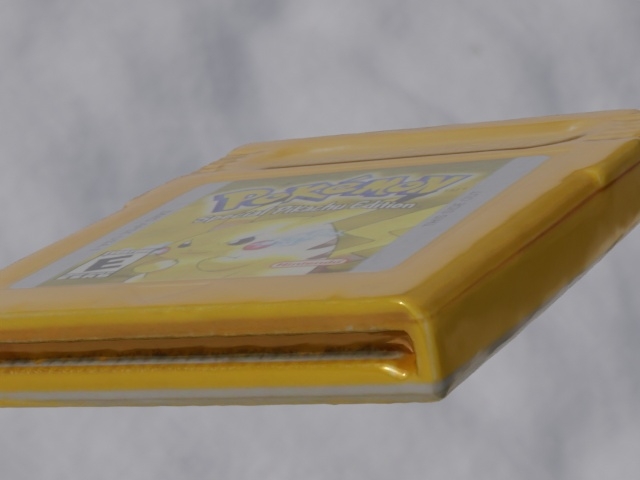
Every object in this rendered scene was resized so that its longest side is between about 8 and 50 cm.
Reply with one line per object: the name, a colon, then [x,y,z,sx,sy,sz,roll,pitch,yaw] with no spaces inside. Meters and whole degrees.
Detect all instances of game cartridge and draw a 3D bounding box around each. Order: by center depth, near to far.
game cartridge: [0.000,0.000,0.962,0.324,0.285,0.052,-36,117,-55]
